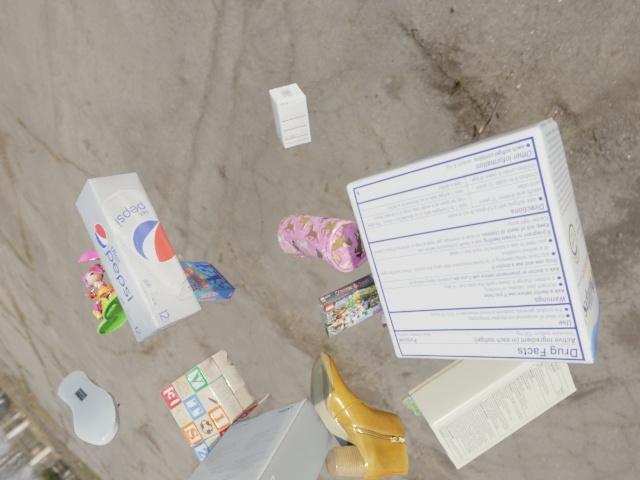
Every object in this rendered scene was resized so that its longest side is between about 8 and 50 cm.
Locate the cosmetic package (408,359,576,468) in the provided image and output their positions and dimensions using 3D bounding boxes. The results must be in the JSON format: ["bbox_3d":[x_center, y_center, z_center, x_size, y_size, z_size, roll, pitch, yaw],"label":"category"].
[{"bbox_3d":[0.367,0.325,0.890,0.160,0.309,0.113,59,177,-23],"label":"cosmetic package"}]

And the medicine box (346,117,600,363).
[{"bbox_3d":[0.216,0.011,0.591,0.263,0.149,0.290,-11,100,40],"label":"medicine box"}]

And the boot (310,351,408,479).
[{"bbox_3d":[0.096,0.421,1.009,0.104,0.211,0.295,-53,37,41],"label":"boot"}]

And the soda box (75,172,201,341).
[{"bbox_3d":[-0.330,0.027,0.745,0.098,0.091,0.287,-32,83,41],"label":"soda box"}]

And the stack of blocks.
[{"bbox_3d":[-0.166,0.374,0.817,0.171,0.087,0.297,-37,83,23],"label":"stack of blocks"}]

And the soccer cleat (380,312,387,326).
[{"bbox_3d":[0.160,0.193,1.009,0.029,0.083,0.036,-10,79,11],"label":"soccer cleat"}]

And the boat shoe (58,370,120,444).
[{"bbox_3d":[-0.613,0.465,1.124,0.306,0.113,0.105,11,142,39],"label":"boat shoe"}]

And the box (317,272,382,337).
[{"bbox_3d":[0.111,0.226,1.453,0.044,0.233,0.159,45,153,49],"label":"box"}]

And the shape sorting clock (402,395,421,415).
[{"bbox_3d":[0.380,0.551,1.392,0.206,0.040,0.206,7,140,6],"label":"shape sorting clock"}]

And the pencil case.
[{"bbox_3d":[0.000,0.000,1.371,0.386,0.167,0.160,11,87,60],"label":"pencil case"}]

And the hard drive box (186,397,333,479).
[{"bbox_3d":[-0.106,0.353,0.597,0.181,0.232,0.089,-29,93,24],"label":"hard drive box"}]

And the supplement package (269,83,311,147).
[{"bbox_3d":[-0.105,-0.437,1.455,0.179,0.105,0.105,83,164,-46],"label":"supplement package"}]

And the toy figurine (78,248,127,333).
[{"bbox_3d":[-0.477,0.093,0.924,0.159,0.130,0.173,45,103,15],"label":"toy figurine"}]

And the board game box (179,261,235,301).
[{"bbox_3d":[-0.402,0.130,1.328,0.160,0.210,0.047,38,108,27],"label":"board game box"}]
